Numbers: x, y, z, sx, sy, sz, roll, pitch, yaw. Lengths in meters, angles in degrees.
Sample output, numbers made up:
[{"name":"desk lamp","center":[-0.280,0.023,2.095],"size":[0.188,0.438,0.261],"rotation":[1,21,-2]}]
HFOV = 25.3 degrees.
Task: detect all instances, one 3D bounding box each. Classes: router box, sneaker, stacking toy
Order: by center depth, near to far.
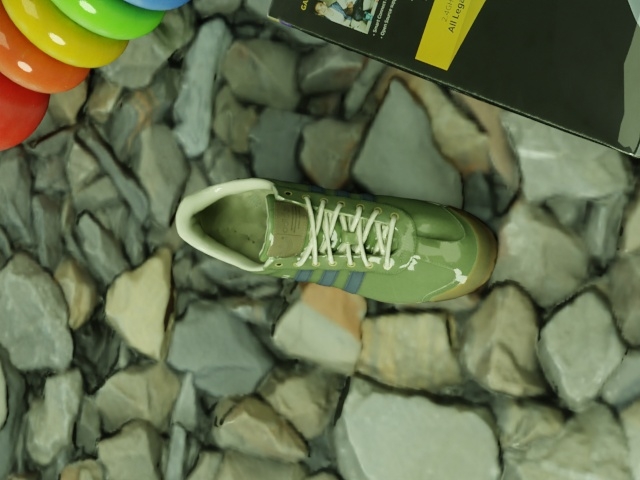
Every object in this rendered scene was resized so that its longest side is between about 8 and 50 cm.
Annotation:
[{"name":"router box","center":[0.131,-0.223,0.769],"size":[0.243,0.081,0.309],"rotation":[26,101,30]},{"name":"sneaker","center":[0.000,0.000,0.837],"size":[0.192,0.086,0.064],"rotation":[10,93,31]},{"name":"stacking toy","center":[-0.152,-0.171,0.918],"size":[0.330,0.141,0.141],"rotation":[-38,69,28]}]
